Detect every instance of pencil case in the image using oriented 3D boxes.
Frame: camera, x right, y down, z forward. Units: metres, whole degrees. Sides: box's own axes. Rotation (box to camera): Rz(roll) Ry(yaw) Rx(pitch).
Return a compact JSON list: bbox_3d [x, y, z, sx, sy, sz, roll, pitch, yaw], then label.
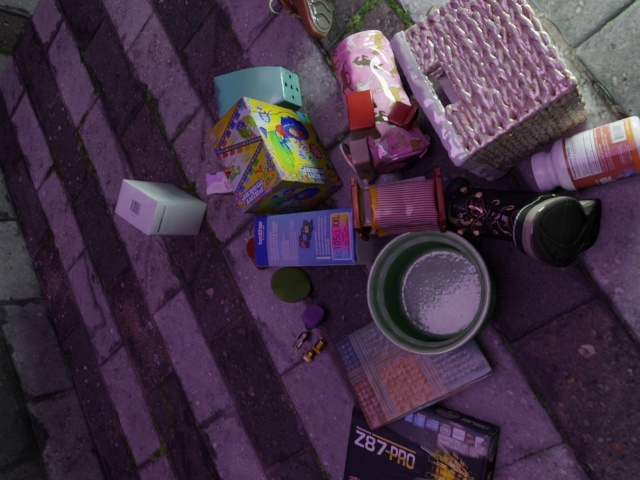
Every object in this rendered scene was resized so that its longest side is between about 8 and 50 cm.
[{"bbox_3d":[0.158,-0.372,1.397,0.160,0.167,0.385,-33,73,53],"label":"pencil case"}]

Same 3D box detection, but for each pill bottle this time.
[{"bbox_3d":[0.580,-0.176,1.118,0.216,0.121,0.121,-15,83,36],"label":"pill bottle"}]

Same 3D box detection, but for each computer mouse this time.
[{"bbox_3d":[0.342,-0.046,1.349,0.071,0.041,0.241,12,100,35],"label":"computer mouse"}]

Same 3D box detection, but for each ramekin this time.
[{"bbox_3d":[0.281,0.127,1.275,0.304,0.148,0.303,-6,79,31],"label":"ramekin"}]

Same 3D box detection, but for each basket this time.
[{"bbox_3d":[0.382,-0.343,1.138,0.267,0.331,0.328,-31,74,27],"label":"basket"}]

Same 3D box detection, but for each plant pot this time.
[{"bbox_3d":[-0.188,-0.457,1.652,0.234,0.165,0.165,-11,86,28],"label":"plant pot"}]

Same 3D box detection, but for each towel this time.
[{"bbox_3d":[0.235,0.309,1.381,0.370,0.040,0.271,-34,62,21],"label":"towel"}]

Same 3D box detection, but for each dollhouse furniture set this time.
[{"bbox_3d":[0.167,-0.194,1.199,0.202,0.152,0.373,-8,75,12],"label":"dollhouse furniture set"}]

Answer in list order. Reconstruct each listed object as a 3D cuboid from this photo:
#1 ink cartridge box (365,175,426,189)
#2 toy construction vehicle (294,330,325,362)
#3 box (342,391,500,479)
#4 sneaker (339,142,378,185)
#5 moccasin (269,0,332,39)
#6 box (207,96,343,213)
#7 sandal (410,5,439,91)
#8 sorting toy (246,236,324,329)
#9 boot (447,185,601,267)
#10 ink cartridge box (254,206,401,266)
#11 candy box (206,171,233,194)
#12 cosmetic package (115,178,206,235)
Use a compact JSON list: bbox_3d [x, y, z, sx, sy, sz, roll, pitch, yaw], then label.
[{"bbox_3d":[0.216,-0.084,1.355,0.045,0.180,0.145,114,140,-65],"label":"ink cartridge box"},{"bbox_3d":[-0.033,0.334,1.651,0.086,0.035,0.098,38,116,17],"label":"toy construction vehicle"},{"bbox_3d":[0.260,0.596,1.404,0.395,0.097,0.318,11,95,36],"label":"box"},{"bbox_3d":[0.115,-0.231,1.509,0.065,0.061,0.157,-36,70,3],"label":"sneaker"},{"bbox_3d":[-0.078,-0.751,1.564,0.147,0.139,0.379,-37,71,33],"label":"moccasin"},{"bbox_3d":[-0.130,-0.237,1.533,0.177,0.290,0.279,-35,72,31],"label":"box"},{"bbox_3d":[0.282,-0.498,1.360,0.060,0.090,0.219,19,97,12],"label":"sandal"},{"bbox_3d":[-0.120,0.150,1.681,0.365,0.127,0.126,51,148,20],"label":"sorting toy"},{"bbox_3d":[0.406,-0.045,1.106,0.284,0.378,0.138,12,107,41],"label":"boot"},{"bbox_3d":[0.000,0.000,1.459,0.396,0.270,0.151,-5,86,36],"label":"ink cartridge box"},{"bbox_3d":[-0.242,-0.184,1.675,0.165,0.196,0.070,-1,92,36],"label":"candy box"},{"bbox_3d":[-0.587,-0.121,1.915,0.224,0.225,0.138,29,106,32],"label":"cosmetic package"}]
